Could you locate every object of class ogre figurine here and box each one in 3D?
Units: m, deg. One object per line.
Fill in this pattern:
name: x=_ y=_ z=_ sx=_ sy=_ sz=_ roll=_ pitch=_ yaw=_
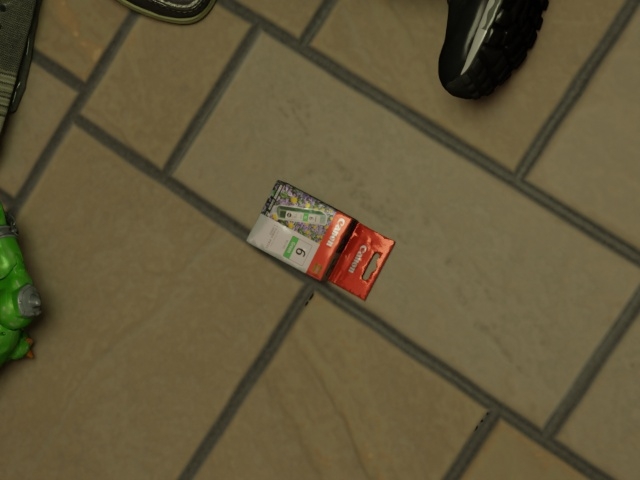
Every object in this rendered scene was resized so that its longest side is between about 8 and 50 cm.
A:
ogre figurine: x=-0.326 y=0.072 z=0.942 sx=0.197 sy=0.097 sz=0.118 roll=-44 pitch=66 yaw=-4

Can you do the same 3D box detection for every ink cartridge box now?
ink cartridge box: x=0.000 y=0.000 z=0.900 sx=0.115 sy=0.029 sz=0.063 roll=28 pitch=93 yaw=14

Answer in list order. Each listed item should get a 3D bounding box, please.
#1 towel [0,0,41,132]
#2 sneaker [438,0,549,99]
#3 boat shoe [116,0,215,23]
towel: x=-0.414 y=-0.249 z=0.934 sx=0.324 sy=0.056 sz=0.312 roll=16 pitch=88 yaw=-19
sneaker: x=0.136 y=-0.256 z=0.858 sx=0.124 sy=0.107 sz=0.283 roll=19 pitch=85 yaw=24
boat shoe: x=-0.193 y=-0.275 z=0.920 sx=0.223 sy=0.073 sz=0.080 roll=37 pitch=89 yaw=-2
